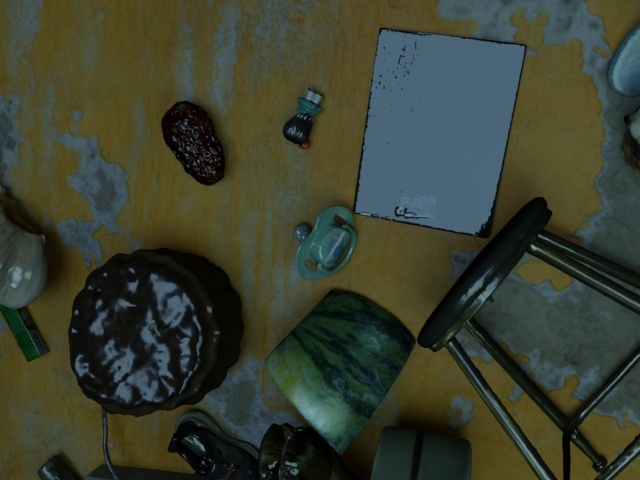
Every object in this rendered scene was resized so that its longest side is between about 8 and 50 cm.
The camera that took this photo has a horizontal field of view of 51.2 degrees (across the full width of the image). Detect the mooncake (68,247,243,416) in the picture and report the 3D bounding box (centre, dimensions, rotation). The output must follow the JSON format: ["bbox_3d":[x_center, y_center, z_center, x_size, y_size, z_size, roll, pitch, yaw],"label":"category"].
[{"bbox_3d":[-0.318,0.170,1.275,0.324,0.187,0.323,-1,87,13],"label":"mooncake"}]

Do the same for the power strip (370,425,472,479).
[{"bbox_3d":[0.158,0.494,1.137,0.162,0.357,0.357,7,102,12],"label":"power strip"}]

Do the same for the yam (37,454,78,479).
[{"bbox_3d":[-0.533,0.605,1.508,0.061,0.061,0.274,-40,89,18],"label":"yam"}]

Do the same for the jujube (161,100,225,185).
[{"bbox_3d":[-0.235,-0.184,1.264,0.104,0.104,0.166,-33,95,18],"label":"jujube"}]

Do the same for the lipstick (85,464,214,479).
[{"bbox_3d":[-0.349,0.541,1.441,0.317,0.066,0.068,1,100,16],"label":"lipstick"}]

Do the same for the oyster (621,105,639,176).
[{"bbox_3d":[0.588,-0.146,0.953,0.351,0.115,0.238,2,126,55],"label":"oyster"}]

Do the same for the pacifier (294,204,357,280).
[{"bbox_3d":[0.000,0.000,1.242,0.117,0.127,0.150,26,90,47],"label":"pacifier"}]

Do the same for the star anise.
[{"bbox_3d":[-0.431,0.369,1.432,0.148,0.218,0.227,-6,128,-18],"label":"star anise"}]

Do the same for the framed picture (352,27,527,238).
[{"bbox_3d":[0.203,-0.189,1.183,0.255,0.014,0.338,11,102,14],"label":"framed picture"}]

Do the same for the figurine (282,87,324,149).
[{"bbox_3d":[-0.027,-0.224,1.226,0.060,0.047,0.106,23,100,-26],"label":"figurine"}]

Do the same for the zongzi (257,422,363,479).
[{"bbox_3d":[-0.094,0.447,1.230,0.318,0.154,0.289,-11,127,29],"label":"zongzi"}]

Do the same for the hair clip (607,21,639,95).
[{"bbox_3d":[0.632,-0.358,0.917,0.318,0.238,0.392,21,104,9],"label":"hair clip"}]

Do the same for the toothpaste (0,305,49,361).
[{"bbox_3d":[-0.666,0.180,1.480,0.043,0.037,0.178,-27,92,15],"label":"toothpaste"}]

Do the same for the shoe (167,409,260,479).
[{"bbox_3d":[-0.217,0.447,1.363,0.227,0.112,0.099,36,106,9],"label":"shoe"}]

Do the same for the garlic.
[{"bbox_3d":[-0.689,0.032,1.384,0.281,0.185,0.203,39,115,6],"label":"garlic"}]

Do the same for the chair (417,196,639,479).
[{"bbox_3d":[0.390,0.172,1.024,0.410,0.365,0.362,40,108,10],"label":"chair"}]

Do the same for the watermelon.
[{"bbox_3d":[0.031,0.236,1.258,0.213,0.201,0.261,43,67,5],"label":"watermelon"}]
